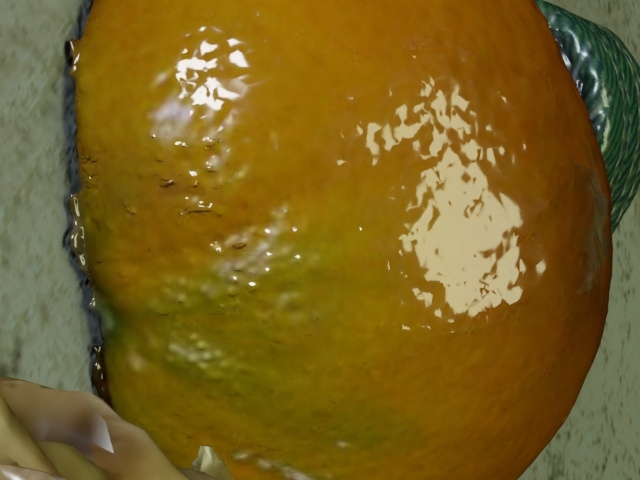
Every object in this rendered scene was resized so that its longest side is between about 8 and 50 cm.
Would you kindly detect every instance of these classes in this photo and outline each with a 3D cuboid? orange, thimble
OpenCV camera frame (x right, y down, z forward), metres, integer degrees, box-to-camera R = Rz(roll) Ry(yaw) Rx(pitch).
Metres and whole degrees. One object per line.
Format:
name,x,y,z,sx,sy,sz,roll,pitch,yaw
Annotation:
orange,0.004,0.001,0.851,0.274,0.274,0.310,-22,140,-59
thimble,0.109,-0.055,1.006,0.090,0.118,0.135,9,82,-60

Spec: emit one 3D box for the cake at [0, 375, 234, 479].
cake,-0.106,0.108,0.415,0.332,0.332,0.321,-37,125,-55
